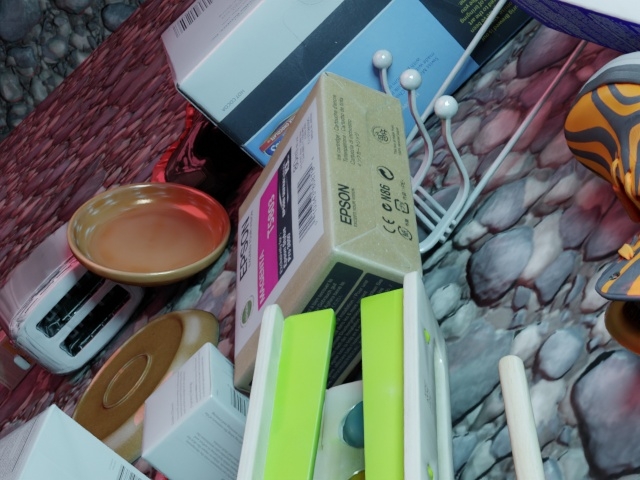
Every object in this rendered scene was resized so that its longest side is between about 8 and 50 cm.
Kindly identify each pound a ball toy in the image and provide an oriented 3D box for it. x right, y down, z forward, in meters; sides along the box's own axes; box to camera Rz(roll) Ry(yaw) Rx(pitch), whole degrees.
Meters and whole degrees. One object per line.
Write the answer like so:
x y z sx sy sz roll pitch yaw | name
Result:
0.064 0.159 0.872 0.208 0.135 0.319 -14 31 11 | pound a ball toy

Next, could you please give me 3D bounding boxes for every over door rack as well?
0.146 -0.156 1.245 0.324 0.108 0.239 -45 23 5 | over door rack

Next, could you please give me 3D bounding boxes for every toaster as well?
-0.317 0.069 1.683 0.227 0.129 0.146 -46 26 -2 | toaster

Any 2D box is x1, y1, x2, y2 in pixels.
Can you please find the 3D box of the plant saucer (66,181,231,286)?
-0.210 -0.004 1.596 0.200 0.037 0.200 1 35 0 | plant saucer

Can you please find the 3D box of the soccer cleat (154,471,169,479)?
-0.148 0.236 1.217 0.036 0.029 0.083 -37 28 12 | soccer cleat

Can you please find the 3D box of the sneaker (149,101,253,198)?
-0.132 -0.149 1.754 0.135 0.098 0.276 -27 32 42 | sneaker

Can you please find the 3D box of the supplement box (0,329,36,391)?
-0.427 0.153 1.821 0.098 0.062 0.036 -49 23 -8 | supplement box

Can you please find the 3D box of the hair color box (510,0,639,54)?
0.268 -0.228 0.951 0.185 0.110 0.339 -60 30 5 | hair color box

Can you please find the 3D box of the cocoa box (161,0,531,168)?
0.028 -0.244 1.444 0.347 0.228 0.231 -44 24 7 | cocoa box

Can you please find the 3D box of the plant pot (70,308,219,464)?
-0.207 0.163 1.444 0.236 0.032 0.236 -39 23 20 | plant pot

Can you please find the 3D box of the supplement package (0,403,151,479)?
-0.233 0.280 1.072 0.203 0.194 0.149 -33 25 30 | supplement package

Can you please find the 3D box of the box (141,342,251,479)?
-0.091 0.166 1.132 0.087 0.101 0.102 -43 20 11 | box

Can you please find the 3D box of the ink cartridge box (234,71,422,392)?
0.000 0.000 1.143 0.193 0.088 0.234 -55 26 37 | ink cartridge box

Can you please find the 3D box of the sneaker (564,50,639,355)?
0.223 -0.017 0.843 0.180 0.124 0.321 -49 22 -7 | sneaker
